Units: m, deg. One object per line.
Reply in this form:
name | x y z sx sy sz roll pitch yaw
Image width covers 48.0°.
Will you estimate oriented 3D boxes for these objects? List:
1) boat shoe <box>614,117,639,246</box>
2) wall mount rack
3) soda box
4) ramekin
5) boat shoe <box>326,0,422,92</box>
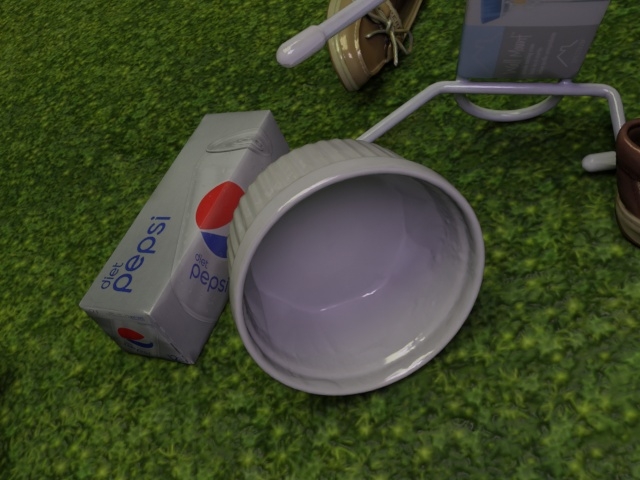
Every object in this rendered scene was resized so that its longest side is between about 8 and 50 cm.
boat shoe | 0.376 -0.029 0.502 0.342 0.123 0.123 20 61 40
wall mount rack | 0.131 -0.146 0.605 0.305 0.350 0.130 0 69 5
soda box | -0.130 -0.014 0.778 0.098 0.091 0.286 4 52 30
ramekin | 0.019 0.014 0.596 0.207 0.207 0.109 -31 33 -2
boat shoe | 0.081 -0.302 0.935 0.089 0.104 0.285 -5 47 28
